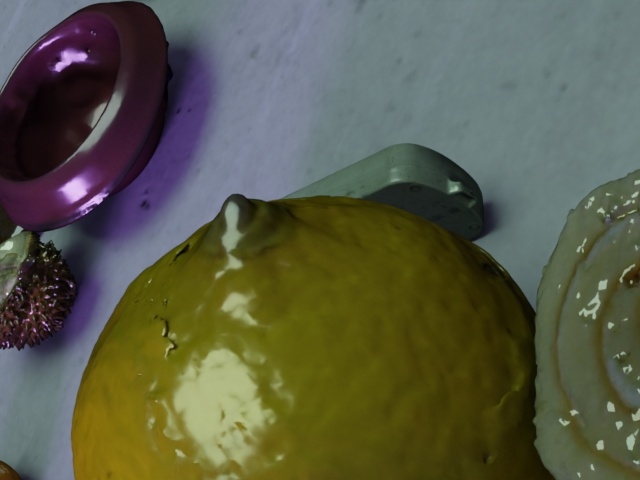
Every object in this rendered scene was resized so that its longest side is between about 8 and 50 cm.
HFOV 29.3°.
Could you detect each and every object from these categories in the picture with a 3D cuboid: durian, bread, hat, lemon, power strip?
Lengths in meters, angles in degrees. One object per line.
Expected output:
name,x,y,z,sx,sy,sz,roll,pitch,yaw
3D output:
durian,-0.230,0.041,0.974,0.140,0.071,0.110,-26,44,55
bread,0.166,0.059,0.493,0.134,0.141,0.148,-33,47,28
hat,-0.185,-0.095,0.993,0.206,0.089,0.205,-20,55,32
lemon,-0.002,0.097,0.582,0.253,0.229,0.228,105,167,-60
power strip,0.000,0.000,0.749,0.227,0.080,0.029,-23,51,37

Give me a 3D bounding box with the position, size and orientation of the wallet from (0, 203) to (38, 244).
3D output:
wallet,-0.329,0.039,1.112,0.122,0.031,0.232,37,98,47

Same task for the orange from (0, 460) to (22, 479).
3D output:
orange,-0.263,0.201,0.922,0.083,0.070,0.083,-19,59,35
